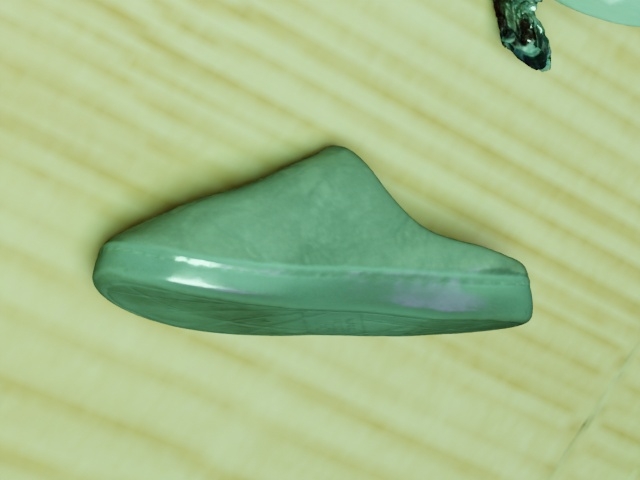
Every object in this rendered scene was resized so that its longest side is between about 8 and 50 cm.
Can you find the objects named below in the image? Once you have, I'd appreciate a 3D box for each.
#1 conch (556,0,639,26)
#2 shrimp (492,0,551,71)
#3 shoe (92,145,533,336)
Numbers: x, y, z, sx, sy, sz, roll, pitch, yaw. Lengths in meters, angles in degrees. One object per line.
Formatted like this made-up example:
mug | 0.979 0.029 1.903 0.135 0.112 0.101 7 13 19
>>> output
conch | 0.138 -0.194 0.655 0.121 0.185 0.221 22 90 -58
shrimp | 0.141 -0.143 0.725 0.174 0.082 0.076 -37 126 5
shoe | 0.000 0.000 0.747 0.195 0.079 0.078 7 75 -17
